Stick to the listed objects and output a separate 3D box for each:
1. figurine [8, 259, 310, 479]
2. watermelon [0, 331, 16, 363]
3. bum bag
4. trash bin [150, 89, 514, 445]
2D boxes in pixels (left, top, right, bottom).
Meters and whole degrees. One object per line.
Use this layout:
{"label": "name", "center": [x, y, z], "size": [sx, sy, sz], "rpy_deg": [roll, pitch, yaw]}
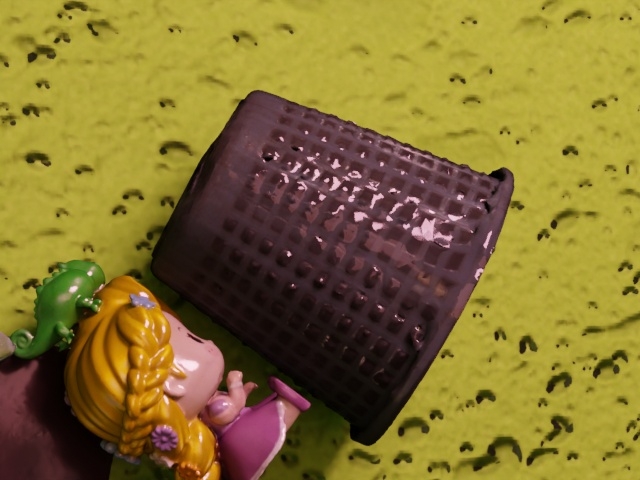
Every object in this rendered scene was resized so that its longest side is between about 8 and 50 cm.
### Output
{"label": "figurine", "center": [-0.100, 0.087, 1.004], "size": [0.156, 0.095, 0.115], "rpy_deg": [37, 76, -4]}
{"label": "watermelon", "center": [-0.252, 0.051, 0.967], "size": [0.180, 0.081, 0.094], "rpy_deg": [20, 63, -24]}
{"label": "bum bag", "center": [-0.163, 0.131, 1.015], "size": [0.109, 0.026, 0.159], "rpy_deg": [14, 73, -22]}
{"label": "trash bin", "center": [0.000, 0.000, 1.046], "size": [0.161, 0.175, 0.175], "rpy_deg": [30, 69, -4]}
